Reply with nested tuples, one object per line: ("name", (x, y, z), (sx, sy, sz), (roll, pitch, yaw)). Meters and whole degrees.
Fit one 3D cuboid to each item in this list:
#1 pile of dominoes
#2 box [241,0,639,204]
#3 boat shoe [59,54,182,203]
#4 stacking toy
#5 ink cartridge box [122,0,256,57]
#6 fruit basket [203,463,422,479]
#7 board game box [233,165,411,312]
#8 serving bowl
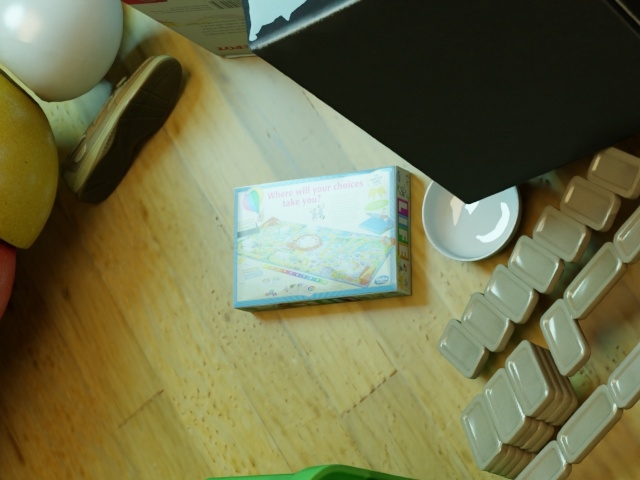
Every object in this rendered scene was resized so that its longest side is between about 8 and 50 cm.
("pile of dominoes", (0.189, 0.063, 1.295), (0.251, 0.040, 0.196), (-52, 35, 28))
("box", (0.090, -0.275, 1.285), (0.212, 0.293, 0.395), (-24, 58, 25))
("boat shoe", (-0.178, -0.105, 1.584), (0.048, 0.056, 0.153), (45, 112, 31))
("stacking toy", (-0.340, -0.043, 1.550), (0.480, 0.350, 0.350), (-47, 60, -2))
("ink cartridge box", (-0.077, -0.214, 1.475), (0.127, 0.175, 0.072), (-1, 76, 30))
("fruit basket", (0.065, 0.351, 1.239), (0.392, 0.283, 0.392), (-19, 63, 44))
("board game box", (0.000, 0.000, 1.471), (0.154, 0.026, 0.103), (-7, 77, 30))
("serving bowl", (0.122, -0.022, 1.402), (0.083, 0.027, 0.083), (-7, 75, 29))
